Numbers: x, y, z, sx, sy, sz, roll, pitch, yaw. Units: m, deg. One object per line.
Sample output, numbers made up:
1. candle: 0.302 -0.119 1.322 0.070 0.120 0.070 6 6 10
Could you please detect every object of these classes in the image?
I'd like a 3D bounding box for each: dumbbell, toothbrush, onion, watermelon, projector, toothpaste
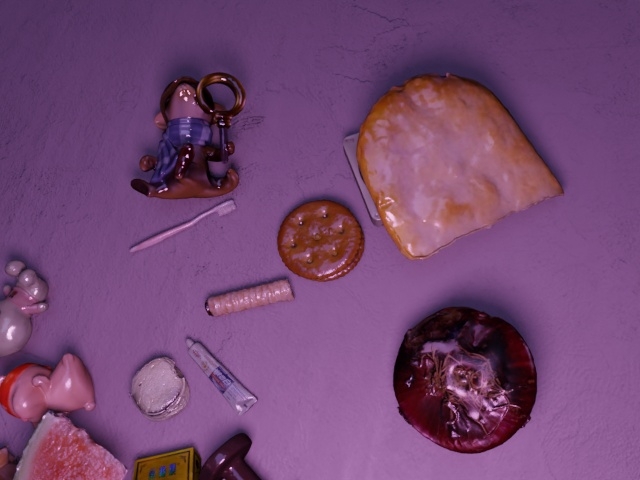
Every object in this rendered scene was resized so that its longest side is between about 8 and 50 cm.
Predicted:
1. dumbbell: -0.144 0.536 1.289 0.225 0.140 0.124 40 40 21
2. toothbrush: -0.366 -0.032 1.604 0.307 0.025 0.029 -25 75 -3
3. onion: 0.305 0.295 1.289 0.314 0.232 0.313 -7 75 28
4. watermelon: -0.535 0.533 1.289 0.232 0.193 0.310 1 46 -18
5. projector: 0.215 -0.194 1.559 0.257 0.079 0.259 -19 67 -2
6. toothpaste: -0.247 0.320 1.445 0.060 0.038 0.233 -45 73 -7

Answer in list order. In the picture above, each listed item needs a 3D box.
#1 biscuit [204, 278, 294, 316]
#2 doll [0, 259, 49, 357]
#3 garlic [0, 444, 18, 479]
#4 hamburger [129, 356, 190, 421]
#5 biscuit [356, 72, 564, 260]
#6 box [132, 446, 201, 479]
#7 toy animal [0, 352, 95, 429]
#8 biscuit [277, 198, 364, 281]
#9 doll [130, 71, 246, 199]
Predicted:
1. biscuit: -0.176 0.145 1.492 0.219 0.055 0.061 -15 103 3
2. doll: -0.778 0.193 1.531 0.155 0.113 0.274 14 78 22
3. garlic: -0.727 0.631 1.348 0.238 0.210 0.292 -11 58 -34
4. hamburger: -0.384 0.356 1.433 0.133 0.062 0.140 -26 65 -4
5. biscuit: 0.297 -0.189 1.458 0.429 0.104 0.446 -32 84 -9
6. box: -0.334 0.568 1.295 0.141 0.064 0.220 -14 42 2
7. toy animal: -0.648 0.355 1.420 0.198 0.171 0.171 -17 67 -2
8. biscuit: 0.000 0.000 1.521 0.221 0.066 0.220 -4 67 10
9. doll: -0.347 -0.270 1.597 0.318 0.209 0.339 -5 66 2
